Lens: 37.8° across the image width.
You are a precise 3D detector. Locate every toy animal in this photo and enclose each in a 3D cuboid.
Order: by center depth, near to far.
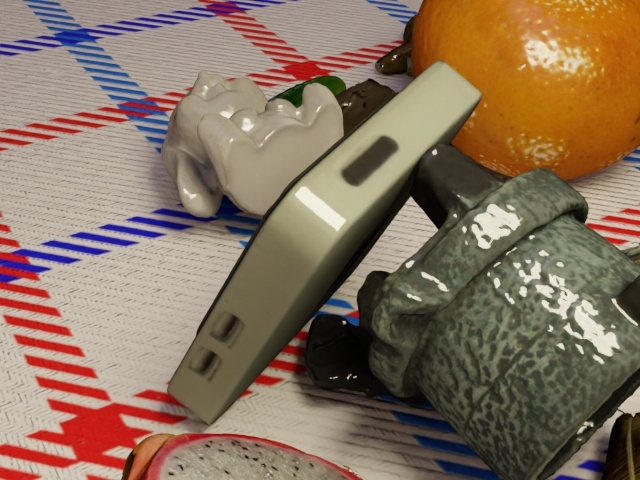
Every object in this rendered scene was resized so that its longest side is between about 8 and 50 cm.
[{"bbox_3d":[-0.126,-0.135,1.364,0.271,0.206,0.265,-27,34,-33],"label":"toy animal"}]

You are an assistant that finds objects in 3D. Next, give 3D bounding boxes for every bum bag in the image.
[{"bbox_3d":[0.104,0.142,1.096,0.248,0.060,0.123,3,32,-3],"label":"bum bag"}]

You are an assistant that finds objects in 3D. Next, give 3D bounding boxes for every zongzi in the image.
[{"bbox_3d":[0.291,0.258,0.954,0.184,0.084,0.187,-20,26,4],"label":"zongzi"}]

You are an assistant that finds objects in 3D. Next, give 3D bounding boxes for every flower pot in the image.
[{"bbox_3d":[0.174,0.070,0.921,0.299,0.299,0.283,-27,62,-34],"label":"flower pot"}]

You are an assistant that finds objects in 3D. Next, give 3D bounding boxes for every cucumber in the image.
[{"bbox_3d":[-0.037,-0.241,1.615,0.056,0.056,0.250,27,42,30],"label":"cucumber"}]

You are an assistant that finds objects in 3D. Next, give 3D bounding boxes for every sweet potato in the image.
[{"bbox_3d":[0.181,-0.378,1.818,0.081,0.062,0.233,5,37,26],"label":"sweet potato"}]

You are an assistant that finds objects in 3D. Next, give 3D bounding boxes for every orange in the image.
[{"bbox_3d":[0.340,-0.275,1.464,0.424,0.326,0.424,14,44,-13],"label":"orange"}]

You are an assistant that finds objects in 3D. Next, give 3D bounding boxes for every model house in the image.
[{"bbox_3d":[0.103,-0.163,1.461,0.141,0.164,0.203,-45,27,5],"label":"model house"}]

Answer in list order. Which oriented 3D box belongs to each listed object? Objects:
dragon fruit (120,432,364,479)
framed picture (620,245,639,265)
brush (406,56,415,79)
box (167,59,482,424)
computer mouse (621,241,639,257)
[{"bbox_3d":[-0.060,0.314,0.724,0.305,0.226,0.305,25,12,-6],"label":"dragon fruit"},{"bbox_3d":[0.509,0.034,1.224,0.274,0.017,0.217,-16,24,-7],"label":"framed picture"},{"bbox_3d":[0.193,-0.261,1.678,0.082,0.010,0.218,21,38,-16],"label":"brush"},{"bbox_3d":[0.000,0.000,1.034,0.090,0.373,0.367,41,44,6],"label":"box"},{"bbox_3d":[0.288,0.022,1.216,0.379,0.090,0.167,-13,26,-19],"label":"computer mouse"}]
